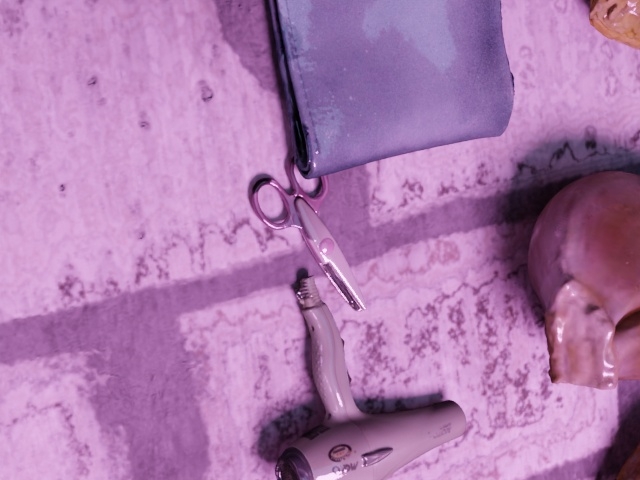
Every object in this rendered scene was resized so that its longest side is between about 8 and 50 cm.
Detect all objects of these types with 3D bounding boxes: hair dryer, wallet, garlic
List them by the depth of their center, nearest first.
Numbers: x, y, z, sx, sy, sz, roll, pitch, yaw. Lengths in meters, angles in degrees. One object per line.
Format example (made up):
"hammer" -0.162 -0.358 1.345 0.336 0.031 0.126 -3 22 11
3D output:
"wallet" 0.068 -0.222 1.238 0.251 0.054 0.290 -15 103 -25
"hair dryer" 0.058 0.160 1.293 0.219 0.088 0.225 11 77 -34
"garlic" 0.379 0.037 1.329 0.340 0.246 0.231 -3 90 -7

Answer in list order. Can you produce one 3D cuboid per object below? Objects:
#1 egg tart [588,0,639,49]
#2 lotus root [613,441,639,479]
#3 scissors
"egg tart" 0.454 -0.348 1.306 0.339 0.153 0.351 0 134 -17
"lotus root" 0.425 0.362 1.404 0.250 0.250 0.346 25 83 -27
"scissors" 0.000 0.000 1.254 0.085 0.022 0.176 -37 109 -18
